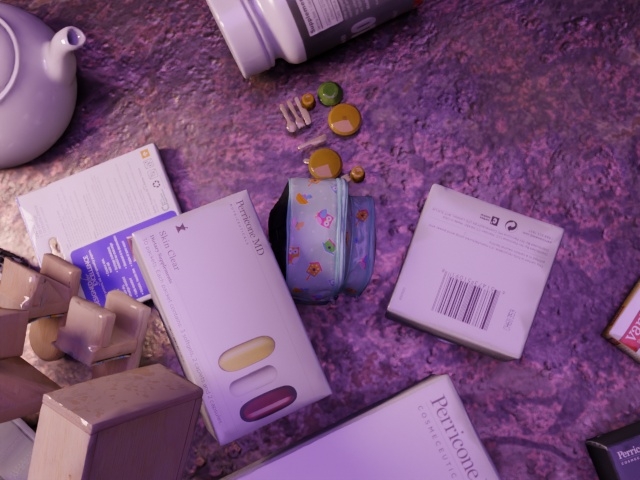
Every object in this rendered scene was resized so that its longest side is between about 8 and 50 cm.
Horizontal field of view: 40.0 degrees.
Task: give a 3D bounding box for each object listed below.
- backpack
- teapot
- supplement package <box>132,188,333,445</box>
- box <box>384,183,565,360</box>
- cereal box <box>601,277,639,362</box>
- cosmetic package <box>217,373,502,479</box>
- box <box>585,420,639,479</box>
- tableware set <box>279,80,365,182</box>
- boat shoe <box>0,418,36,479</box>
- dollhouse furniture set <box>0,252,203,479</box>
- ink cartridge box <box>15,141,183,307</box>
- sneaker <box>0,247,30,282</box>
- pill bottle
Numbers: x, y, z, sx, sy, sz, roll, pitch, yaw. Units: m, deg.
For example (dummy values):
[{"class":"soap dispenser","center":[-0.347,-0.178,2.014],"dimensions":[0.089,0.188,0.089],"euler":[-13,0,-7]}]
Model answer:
[{"class":"backpack","center":[0.000,0.000,1.136],"dimensions":[0.144,0.188,0.166],"euler":[3,80,3]},{"class":"teapot","center":[-0.471,-0.224,1.195],"dimensions":[0.252,0.187,0.256],"euler":[35,85,8]},{"class":"supplement package","center":[-0.117,0.095,1.089],"dimensions":[0.145,0.204,0.262],"euler":[-23,89,-14]},{"class":"box","center":[0.198,0.046,1.155],"dimensions":[0.181,0.119,0.182],"euler":[20,81,6]},{"class":"cereal box","center":[0.523,0.126,1.164],"dimensions":[0.240,0.047,0.173],"euler":[35,84,7]},{"class":"cosmetic package","center":[0.000,0.364,1.091],"dimensions":[0.453,0.161,0.230],"euler":[-26,81,-3]},{"class":"box","center":[0.451,0.326,1.104],"dimensions":[0.153,0.108,0.207],"euler":[-21,81,-1]},{"class":"tableware set","center":[0.015,-0.148,1.246],"dimensions":[0.104,0.024,0.154],"euler":[-26,79,-5]},{"class":"boat shoe","center":[-0.371,0.322,1.152],"dimensions":[0.114,0.091,0.302],"euler":[-39,83,-30]},{"class":"dollhouse furniture set","center":[-0.348,0.209,0.971],"dimensions":[0.394,0.362,0.256],"euler":[23,106,29]},{"class":"ink cartridge box","center":[-0.289,-0.005,1.221],"dimensions":[0.208,0.045,0.206],"euler":[-22,82,-3]},{"class":"sneaker","center":[-0.528,0.066,1.209],"dimensions":[0.279,0.107,0.118],"euler":[3,99,6]},{"class":"pill bottle","center":[-0.006,-0.343,1.207],"dimensions":[0.283,0.161,0.161],"euler":[-26,81,-1]}]
